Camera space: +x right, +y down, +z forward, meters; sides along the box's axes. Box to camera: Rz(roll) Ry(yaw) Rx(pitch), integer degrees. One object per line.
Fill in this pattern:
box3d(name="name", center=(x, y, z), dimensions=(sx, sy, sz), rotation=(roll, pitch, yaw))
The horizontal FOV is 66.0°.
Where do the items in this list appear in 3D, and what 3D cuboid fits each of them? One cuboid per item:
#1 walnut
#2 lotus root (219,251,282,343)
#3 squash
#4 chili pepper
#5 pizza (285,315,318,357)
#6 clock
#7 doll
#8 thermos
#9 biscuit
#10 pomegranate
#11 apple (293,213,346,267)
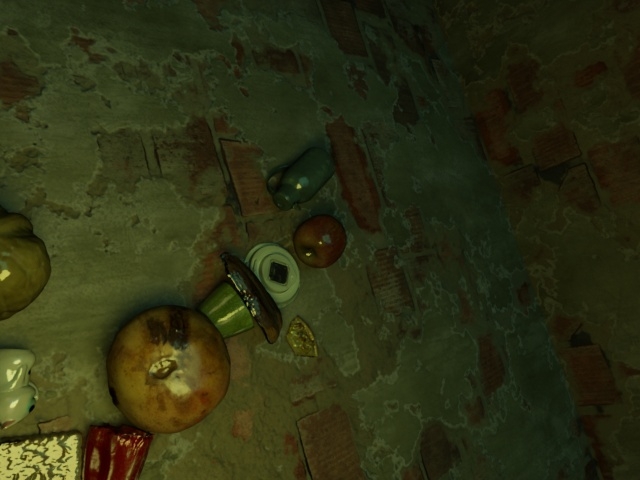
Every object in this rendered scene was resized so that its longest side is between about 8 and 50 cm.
box3d(name="walnut", center=(-0.757, 0.040, 1.085), dimensions=(0.253, 0.277, 0.282), rotation=(-15, 72, -47))
box3d(name="lotus root", center=(-0.205, 0.165, 1.542), dimensions=(0.078, 0.167, 0.329), rotation=(-30, 105, -5))
box3d(name="squash", center=(-0.284, 0.220, 1.477), dimensions=(0.123, 0.170, 0.170), rotation=(-36, 97, -27))
box3d(name="chili pepper", center=(-0.508, 0.565, 1.178), dimensions=(0.144, 0.136, 0.252), rotation=(21, 78, -31))
box3d(name="pizza", center=(-0.061, 0.339, 1.686), dimensions=(0.099, 0.036, 0.160), rotation=(-30, 93, -42))
box3d(name="clock", center=(-0.155, 0.116, 1.686), dimensions=(0.237, 0.053, 0.236), rotation=(16, 63, -33))
box3d(name="doll", center=(-0.703, 0.330, 1.122), dimensions=(0.107, 0.110, 0.180), rotation=(-4, 78, -38))
box3d(name="thermos", center=(-0.083, -0.227, 1.824), dimensions=(0.182, 0.145, 0.286), rotation=(31, 50, 13))
box3d(name="biscuit", center=(-0.701, 0.543, 1.083), dimensions=(0.325, 0.044, 0.217), rotation=(8, 68, -37))
box3d(name="pomegranate", center=(-0.388, 0.325, 1.265), dimensions=(0.322, 0.322, 0.321), rotation=(15, 64, -34))
box3d(name="apple", center=(0.000, 0.000, 1.765), dimensions=(0.188, 0.188, 0.174), rotation=(51, 42, -12))
